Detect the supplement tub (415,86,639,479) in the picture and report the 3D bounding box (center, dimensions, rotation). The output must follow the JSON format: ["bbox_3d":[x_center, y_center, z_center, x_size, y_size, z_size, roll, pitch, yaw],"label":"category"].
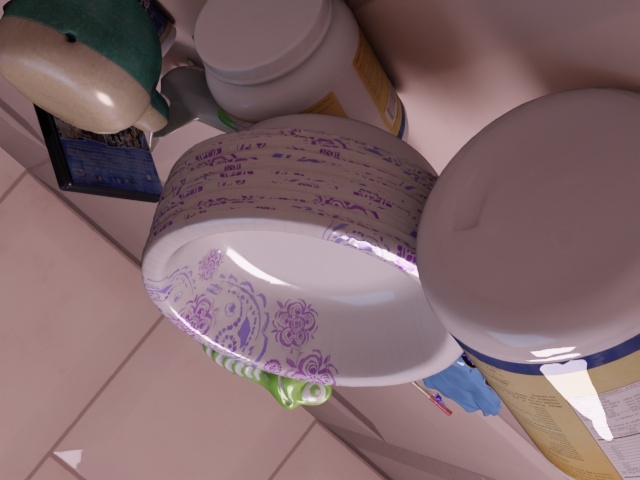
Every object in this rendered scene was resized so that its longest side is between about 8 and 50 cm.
[{"bbox_3d":[0.233,0.061,1.048,0.228,0.228,0.316,26,162,45],"label":"supplement tub"}]

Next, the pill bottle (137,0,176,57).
[{"bbox_3d":[-0.253,-0.268,1.560,0.169,0.094,0.094,45,166,-26],"label":"pill bottle"}]

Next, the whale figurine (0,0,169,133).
[{"bbox_3d":[-0.252,-0.196,1.483,0.216,0.141,0.272,27,170,0],"label":"whale figurine"}]

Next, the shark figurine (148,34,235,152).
[{"bbox_3d":[-0.168,-0.160,1.666,0.166,0.116,0.278,48,162,-30],"label":"shark figurine"}]

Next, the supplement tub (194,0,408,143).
[{"bbox_3d":[-0.016,-0.140,1.236,0.144,0.144,0.199,29,163,38],"label":"supplement tub"}]

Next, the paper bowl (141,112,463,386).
[{"bbox_3d":[0.000,0.000,1.170,0.284,0.148,0.284,11,150,6],"label":"paper bowl"}]

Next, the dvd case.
[{"bbox_3d":[-0.290,-0.169,1.683,0.180,0.022,0.253,6,-120,-58],"label":"dvd case"}]

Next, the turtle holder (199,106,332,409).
[{"bbox_3d":[-0.021,-0.004,1.408,0.227,0.243,0.320,12,-157,3],"label":"turtle holder"}]

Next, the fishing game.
[{"bbox_3d":[0.193,0.192,2.032,0.189,0.041,0.264,40,159,-4],"label":"fishing game"}]
